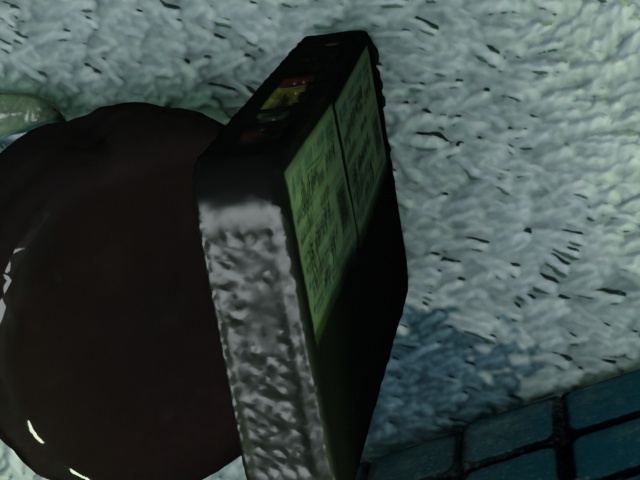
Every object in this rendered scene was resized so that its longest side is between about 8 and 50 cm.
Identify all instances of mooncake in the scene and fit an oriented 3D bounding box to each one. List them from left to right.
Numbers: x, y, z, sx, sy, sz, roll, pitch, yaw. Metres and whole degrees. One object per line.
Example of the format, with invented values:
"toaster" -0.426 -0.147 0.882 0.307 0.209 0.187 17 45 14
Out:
"mooncake" -0.136 0.038 1.007 0.283 0.141 0.283 -12 115 -28

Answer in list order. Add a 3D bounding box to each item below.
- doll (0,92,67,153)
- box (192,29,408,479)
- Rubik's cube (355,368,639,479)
"doll" -0.201 -0.034 1.081 0.103 0.071 0.214 -34 107 10
"box" 0.000 0.000 0.890 0.058 0.350 0.211 -6 108 13
"Rubik's cube" 0.152 0.335 0.972 0.337 0.344 0.344 -20 104 11
